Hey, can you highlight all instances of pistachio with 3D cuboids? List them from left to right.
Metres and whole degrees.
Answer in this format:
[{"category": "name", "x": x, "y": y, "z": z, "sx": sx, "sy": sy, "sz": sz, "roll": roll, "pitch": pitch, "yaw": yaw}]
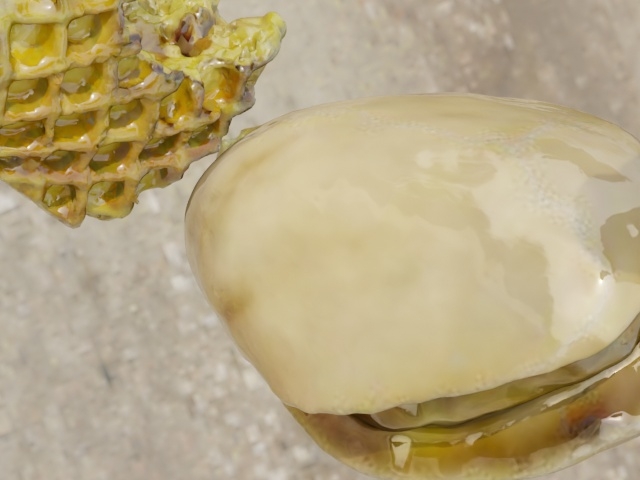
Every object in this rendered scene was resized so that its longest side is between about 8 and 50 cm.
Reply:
[{"category": "pistachio", "x": 0.064, "y": 0.021, "z": 1.019, "sx": 0.229, "sy": 0.321, "sz": 0.238, "roll": 48, "pitch": 58, "yaw": -49}]

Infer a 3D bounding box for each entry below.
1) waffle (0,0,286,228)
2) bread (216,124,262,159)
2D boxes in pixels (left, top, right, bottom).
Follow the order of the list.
[{"category": "waffle", "x": -0.186, "y": -0.159, "z": 1.399, "sx": 0.151, "sy": 0.261, "sz": 0.324, "roll": 44, "pitch": -1, "yaw": 36}, {"category": "bread", "x": 0.004, "y": 0.004, "z": 1.927, "sx": 0.252, "sy": 0.238, "sz": 0.196, "roll": -91, "pitch": 178, "yaw": -46}]
